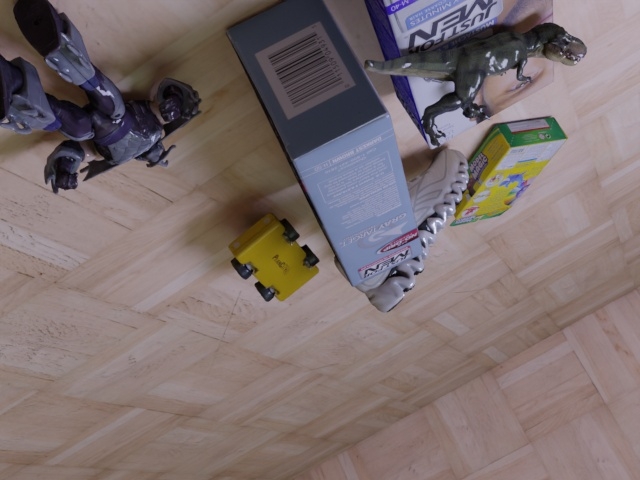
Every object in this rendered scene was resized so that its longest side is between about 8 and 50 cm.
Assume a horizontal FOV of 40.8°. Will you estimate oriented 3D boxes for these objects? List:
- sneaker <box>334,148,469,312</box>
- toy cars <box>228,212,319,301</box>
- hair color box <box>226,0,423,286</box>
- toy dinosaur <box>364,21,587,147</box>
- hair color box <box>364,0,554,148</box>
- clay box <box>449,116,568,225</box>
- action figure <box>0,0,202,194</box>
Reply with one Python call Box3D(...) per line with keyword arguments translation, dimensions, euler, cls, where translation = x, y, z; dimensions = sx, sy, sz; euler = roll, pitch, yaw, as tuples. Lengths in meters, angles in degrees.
Box3D(translation=(0.124, -0.039, 1.265), dimensions=(0.292, 0.118, 0.110), euler=(-57, -177, -29), cls="sneaker")
Box3D(translation=(0.000, 0.000, 1.336), dimensions=(0.394, 0.087, 0.176), euler=(-8, 139, -42), cls="toy cars")
Box3D(translation=(0.019, -0.102, 1.037), dimensions=(0.114, 0.185, 0.374), euler=(-27, 155, 1), cls="hair color box")
Box3D(translation=(0.156, -0.172, 0.936), dimensions=(0.268, 0.064, 0.118), euler=(-14, 138, -21), cls="toy dinosaur")
Box3D(translation=(0.158, -0.256, 0.969), dimensions=(0.185, 0.110, 0.339), euler=(-29, 156, 4), cls="hair color box")
Box3D(translation=(0.298, -0.110, 1.435), dimensions=(0.128, 0.053, 0.222), euler=(-11, 152, -29), cls="clay box")
Box3D(translation=(-0.227, -0.124, 0.874), dimensions=(0.185, 0.099, 0.285), euler=(-39, 157, 6), cls="action figure")
